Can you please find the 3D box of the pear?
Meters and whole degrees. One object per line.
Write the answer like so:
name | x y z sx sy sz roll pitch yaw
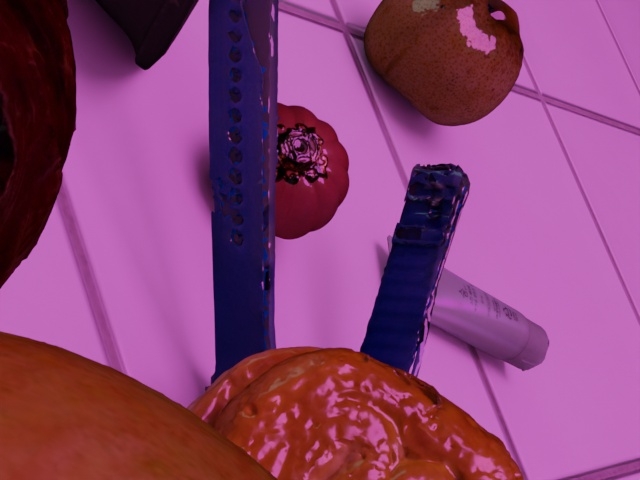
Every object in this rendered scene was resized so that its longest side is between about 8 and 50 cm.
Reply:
pear | 0.130 -0.200 1.337 0.167 0.136 0.167 42 28 -29

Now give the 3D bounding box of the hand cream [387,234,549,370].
hand cream | 0.133 0.065 1.197 0.205 0.050 0.078 30 43 -37

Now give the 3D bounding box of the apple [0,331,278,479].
apple | -0.125 0.185 0.381 0.339 0.339 0.339 39 35 -35

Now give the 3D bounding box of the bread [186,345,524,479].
bread | 0.016 0.166 0.746 0.236 0.120 0.198 31 60 1

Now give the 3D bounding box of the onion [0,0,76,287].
onion | -0.236 -0.056 0.544 0.221 0.281 0.281 26 6 37

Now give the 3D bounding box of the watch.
watch | -0.009 0.000 0.890 0.276 0.068 0.274 39 62 -41

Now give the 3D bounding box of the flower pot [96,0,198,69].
flower pot | -0.118 -0.277 0.931 0.166 0.269 0.269 33 34 -9

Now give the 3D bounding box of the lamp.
lamp | -0.030 -0.053 0.989 0.107 0.092 0.107 8 66 -19
